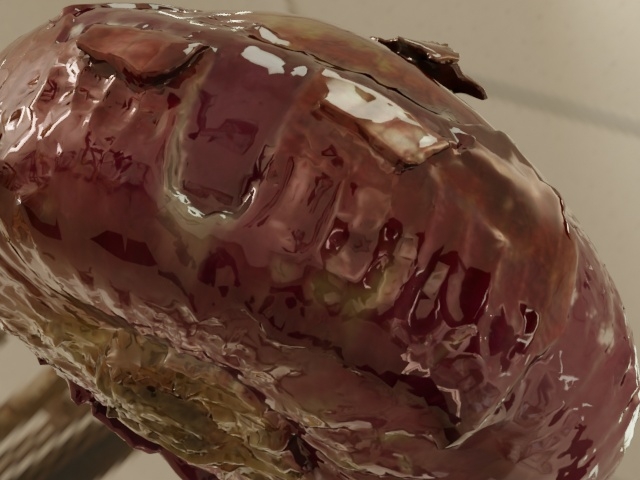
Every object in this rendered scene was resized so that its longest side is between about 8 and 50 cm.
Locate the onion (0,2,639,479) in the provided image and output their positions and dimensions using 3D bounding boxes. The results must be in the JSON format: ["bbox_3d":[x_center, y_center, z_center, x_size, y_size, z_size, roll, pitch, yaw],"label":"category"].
[{"bbox_3d":[0.000,0.000,0.565,0.230,0.163,0.230,31,-25,16],"label":"onion"}]
